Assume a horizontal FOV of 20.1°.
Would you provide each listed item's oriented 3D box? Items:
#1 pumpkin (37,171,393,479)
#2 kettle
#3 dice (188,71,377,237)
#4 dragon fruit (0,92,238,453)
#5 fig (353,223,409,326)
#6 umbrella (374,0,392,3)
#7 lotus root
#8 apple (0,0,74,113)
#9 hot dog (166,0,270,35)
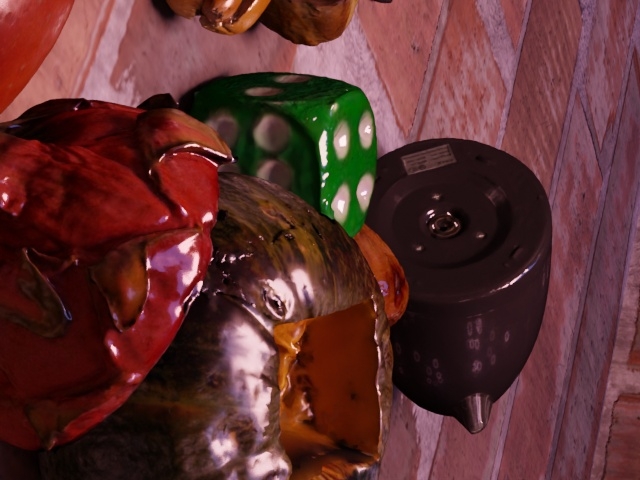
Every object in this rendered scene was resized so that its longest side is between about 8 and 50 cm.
[{"bbox_3d":[-0.069,0.105,1.280,0.320,0.192,0.320,-7,98,-62],"label":"pumpkin"},{"bbox_3d":[0.129,0.042,1.862,0.290,0.207,0.268,79,-3,-51],"label":"kettle"},{"bbox_3d":[-0.033,-0.062,1.441,0.120,0.131,0.128,-37,131,-64],"label":"dice"},{"bbox_3d":[-0.173,-0.005,1.040,0.148,0.218,0.223,33,94,-29],"label":"dragon fruit"},{"bbox_3d":[0.000,0.000,1.605,0.146,0.134,0.201,138,-61,-78],"label":"fig"},{"bbox_3d":[0.071,-0.304,1.816,0.036,0.031,0.133,15,80,-43],"label":"umbrella"},{"bbox_3d":[-0.027,-0.225,1.495,0.159,0.095,0.135,60,-5,30],"label":"lotus root"},{"bbox_3d":[-0.216,-0.131,0.793,0.201,0.218,0.218,-65,153,-54],"label":"apple"},{"bbox_3d":[-0.050,-0.269,1.392,0.076,0.102,0.249,-46,-160,58],"label":"hot dog"}]
